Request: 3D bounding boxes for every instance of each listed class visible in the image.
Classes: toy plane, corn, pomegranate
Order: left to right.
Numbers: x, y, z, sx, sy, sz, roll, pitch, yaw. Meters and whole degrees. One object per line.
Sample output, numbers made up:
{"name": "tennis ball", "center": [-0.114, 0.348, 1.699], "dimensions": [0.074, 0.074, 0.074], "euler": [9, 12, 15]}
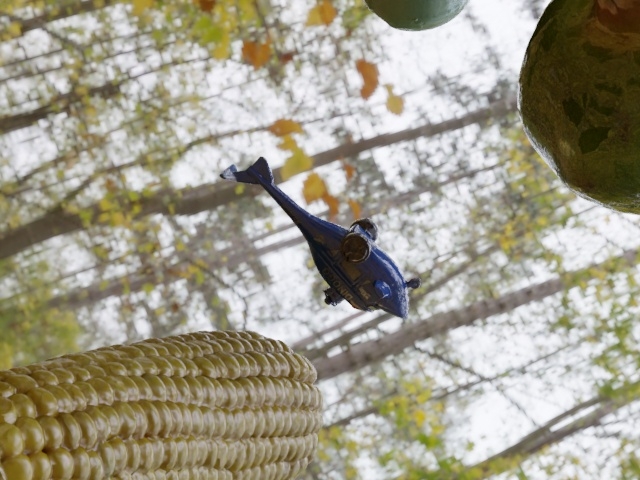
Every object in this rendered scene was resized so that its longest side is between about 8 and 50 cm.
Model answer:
{"name": "corn", "center": [-0.120, 0.134, 0.722], "dimensions": [0.144, 0.387, 0.143], "euler": [-2, -94, 28]}
{"name": "toy plane", "center": [0.000, 0.000, 0.743], "dimensions": [0.167, 0.062, 0.054], "euler": [44, 17, -3]}
{"name": "pomegranate", "center": [0.267, -0.155, 0.863], "dimensions": [0.236, 0.236, 0.302], "euler": [51, 0, 37]}

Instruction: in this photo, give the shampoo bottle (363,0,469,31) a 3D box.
{"name": "shampoo bottle", "center": [0.110, -0.394, 1.199], "dimensions": [0.349, 0.151, 0.221], "euler": [85, -10, -52]}
